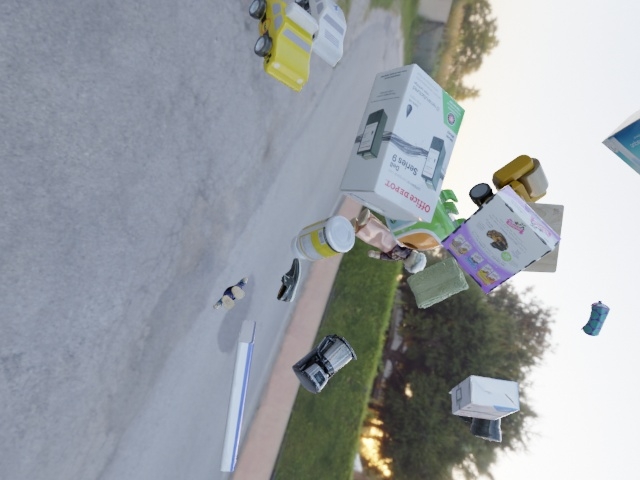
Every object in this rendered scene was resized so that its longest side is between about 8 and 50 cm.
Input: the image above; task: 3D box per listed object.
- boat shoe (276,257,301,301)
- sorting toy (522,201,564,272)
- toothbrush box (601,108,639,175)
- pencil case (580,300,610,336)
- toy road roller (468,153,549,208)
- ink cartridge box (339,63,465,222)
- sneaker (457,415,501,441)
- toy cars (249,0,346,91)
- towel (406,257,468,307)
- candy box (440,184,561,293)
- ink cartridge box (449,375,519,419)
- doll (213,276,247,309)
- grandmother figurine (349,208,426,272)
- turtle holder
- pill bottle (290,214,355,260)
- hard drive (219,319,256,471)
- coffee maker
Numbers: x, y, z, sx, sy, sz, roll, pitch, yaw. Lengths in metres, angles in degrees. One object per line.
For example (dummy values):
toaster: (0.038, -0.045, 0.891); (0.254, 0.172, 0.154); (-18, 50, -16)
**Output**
boat shoe: (-0.149, 0.191, 1.969); (0.084, 0.079, 0.233); (-129, -127, -62)
sorting toy: (0.755, -0.015, 1.529); (0.089, 0.257, 0.256); (-144, -123, -80)
toothbrush box: (0.986, -0.246, 1.122); (0.126, 0.295, 0.216); (-45, 171, 4)
pencil case: (1.178, 0.336, 1.744); (0.064, 0.070, 0.152); (-27, 128, -47)
toy road roller: (0.810, -0.167, 1.682); (0.202, 0.329, 0.241); (45, 14, -32)
ink cartridge box: (0.191, -0.206, 0.929); (0.211, 0.121, 0.289); (21, 85, -38)
sneaker: (0.509, 0.530, 1.293); (0.286, 0.109, 0.130); (70, 31, -83)
toy cars: (-0.020, -0.422, 0.793); (0.176, 0.087, 0.394); (51, 37, -16)
towel: (0.320, 0.115, 1.125); (0.027, 0.148, 0.110); (45, 22, -49)
candy box: (0.405, 0.001, 0.933); (0.070, 0.165, 0.196); (-27, 162, -40)
ink cartridge box: (0.371, 0.371, 0.943); (0.180, 0.104, 0.060); (90, 8, -58)
doll: (-0.262, 0.159, 1.196); (0.129, 0.046, 0.189); (-43, -173, -8)
grandmother figurine: (0.273, 0.013, 1.548); (0.208, 0.342, 0.104); (-30, -149, 50)
turtle holder: (0.328, -0.117, 1.361); (0.243, 0.227, 0.320); (-2, 66, -64)
pill bottle: (0.000, 0.000, 1.136); (0.184, 0.103, 0.103); (-19, -135, 47)
hard drive: (-0.214, 0.394, 1.077); (0.210, 0.040, 0.319); (-150, -111, -82)
coffee maker: (0.006, 0.406, 1.338); (0.178, 0.120, 0.171); (-35, 167, -26)
